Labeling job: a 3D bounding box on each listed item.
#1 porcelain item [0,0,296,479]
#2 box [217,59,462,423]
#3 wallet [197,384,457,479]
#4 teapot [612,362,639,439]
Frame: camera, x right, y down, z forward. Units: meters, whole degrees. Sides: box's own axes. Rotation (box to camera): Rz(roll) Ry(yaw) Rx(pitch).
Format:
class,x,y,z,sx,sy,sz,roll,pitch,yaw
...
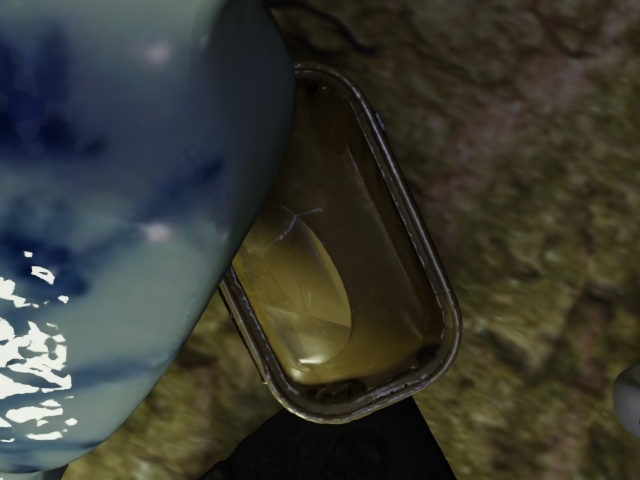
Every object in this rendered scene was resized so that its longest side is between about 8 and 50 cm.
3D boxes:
class,x,y,z,sx,sy,sz,roll,pitch,yaw
porcelain item,-0.143,-0.036,0.572,0.242,0.178,0.405,10,135,-17
box,0.000,0.000,0.692,0.111,0.111,0.177,-25,94,9
wallet,0.028,0.215,0.653,0.170,0.321,0.044,-38,138,10
teapot,0.289,0.061,0.656,0.299,0.166,0.208,-12,110,-3
